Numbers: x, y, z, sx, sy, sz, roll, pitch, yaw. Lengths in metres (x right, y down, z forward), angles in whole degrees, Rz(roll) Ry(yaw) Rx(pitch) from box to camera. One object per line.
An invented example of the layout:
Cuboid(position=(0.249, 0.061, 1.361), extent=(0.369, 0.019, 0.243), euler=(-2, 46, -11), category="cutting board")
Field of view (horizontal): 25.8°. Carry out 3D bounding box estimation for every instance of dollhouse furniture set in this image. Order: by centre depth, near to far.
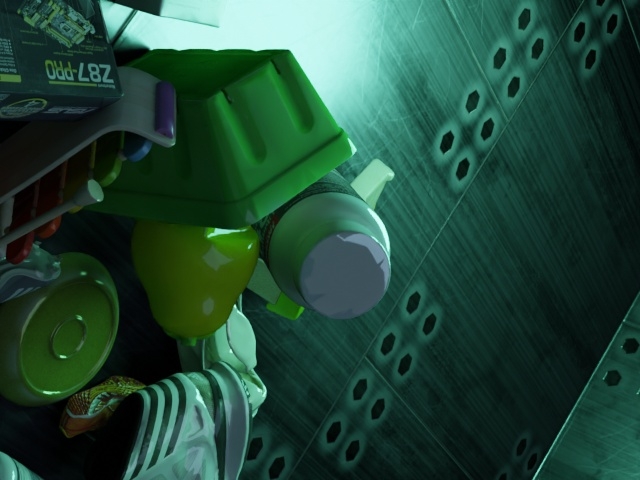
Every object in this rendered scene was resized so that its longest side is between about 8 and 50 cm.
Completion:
Cuboid(position=(-0.018, -0.031, 2.387), extent=(0.301, 0.151, 0.197), euler=(-47, 165, -54), category="dollhouse furniture set")

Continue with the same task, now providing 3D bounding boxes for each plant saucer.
Cuboid(position=(-0.375, 0.136, 2.026), extent=(0.241, 0.037, 0.241), euler=(-31, 132, -41), category="plant saucer")

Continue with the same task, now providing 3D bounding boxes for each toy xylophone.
Cuboid(position=(-0.322, -0.081, 1.742), extent=(0.081, 0.323, 0.236), euler=(41, 38, -36), category="toy xylophone")

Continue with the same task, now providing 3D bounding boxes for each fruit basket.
Cuboid(position=(-0.154, -0.060, 1.920), extent=(0.283, 0.392, 0.392), euler=(-36, 135, -37), category="fruit basket")

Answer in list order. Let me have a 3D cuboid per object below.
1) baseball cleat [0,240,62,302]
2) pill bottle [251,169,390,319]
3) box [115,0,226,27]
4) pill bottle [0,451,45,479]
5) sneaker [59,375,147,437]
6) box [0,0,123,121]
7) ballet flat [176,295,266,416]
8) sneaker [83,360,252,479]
Cuboid(position=(-0.438, 0.058, 1.883), extent=(0.109, 0.072, 0.206), euler=(-43, 166, 22), category="baseball cleat")
Cuboid(position=(0.000, 0.000, 2.033), extent=(0.176, 0.318, 0.176), euler=(-4, 108, -12), category="pill bottle")
Cuboid(position=(-0.192, -0.392, 1.925), extent=(0.130, 0.091, 0.170), euler=(0, 108, -54), category="box")
Cuboid(position=(-0.460, 0.358, 1.974), extent=(0.108, 0.108, 0.180), euler=(-57, 144, -14), category="pill bottle")
Cuboid(position=(-0.332, 0.254, 2.144), extent=(0.175, 0.064, 0.067), euler=(-11, 141, -48), category="sneaker")
Cuboid(position=(-0.416, -0.296, 1.541), extent=(0.395, 0.097, 0.318), euler=(-6, 76, -53), category="box")
Cuboid(position=(-0.156, 0.210, 2.278), extent=(0.139, 0.139, 0.400), euler=(-40, 137, -33), category="ballet flat")
Cuboid(position=(-0.252, 0.415, 2.171), extent=(0.257, 0.169, 0.447), euler=(-9, 110, -32), category="sneaker")
